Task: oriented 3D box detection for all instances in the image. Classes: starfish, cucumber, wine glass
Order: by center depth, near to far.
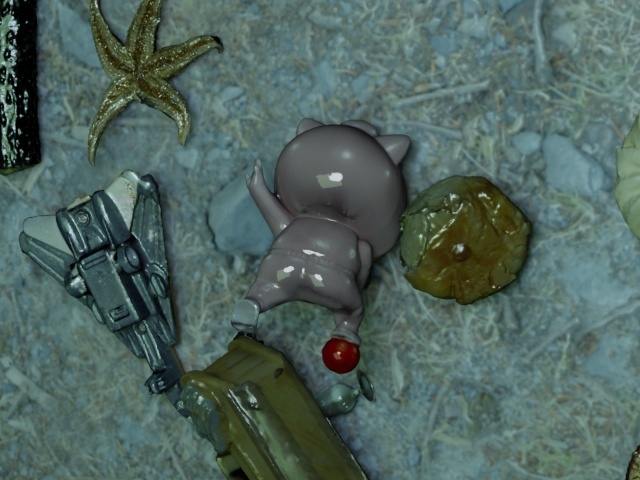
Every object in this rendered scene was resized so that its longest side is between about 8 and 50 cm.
[{"bbox_3d":[0.021,0.186,1.868,0.083,0.039,0.042,-24,128,24],"label":"wine glass"},{"bbox_3d":[-0.224,-0.201,1.904,0.213,0.057,0.238,40,104,20],"label":"starfish"},{"bbox_3d":[-0.384,-0.229,1.954,0.072,0.072,0.300,2,96,20],"label":"cucumber"}]

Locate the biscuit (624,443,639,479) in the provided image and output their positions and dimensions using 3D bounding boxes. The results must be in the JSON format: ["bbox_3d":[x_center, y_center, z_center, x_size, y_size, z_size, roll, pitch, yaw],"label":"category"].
[{"bbox_3d":[0.401,0.280,1.742,0.126,0.025,0.206,5,97,20],"label":"biscuit"}]

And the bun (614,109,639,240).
[{"bbox_3d":[0.428,-0.079,1.617,0.259,0.160,0.259,2,98,17],"label":"bun"}]

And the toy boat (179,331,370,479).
[{"bbox_3d":[-0.017,0.323,1.841,0.162,0.136,0.445,-31,93,45],"label":"toy boat"}]

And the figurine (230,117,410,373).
[{"bbox_3d":[0.000,0.000,1.772,0.176,0.186,0.287,7,64,11],"label":"figurine"}]

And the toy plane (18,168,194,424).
[{"bbox_3d":[-0.230,0.088,1.915,0.204,0.103,0.316,-24,88,21],"label":"toy plane"}]

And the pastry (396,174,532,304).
[{"bbox_3d":[0.161,0.000,1.755,0.153,0.081,0.153,-4,110,-12],"label":"pastry"}]
